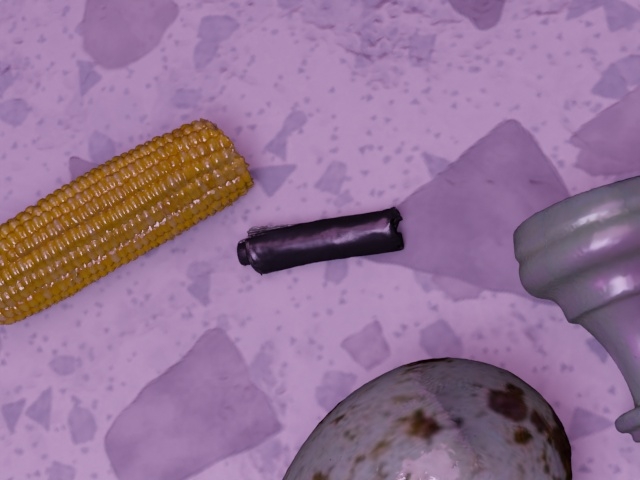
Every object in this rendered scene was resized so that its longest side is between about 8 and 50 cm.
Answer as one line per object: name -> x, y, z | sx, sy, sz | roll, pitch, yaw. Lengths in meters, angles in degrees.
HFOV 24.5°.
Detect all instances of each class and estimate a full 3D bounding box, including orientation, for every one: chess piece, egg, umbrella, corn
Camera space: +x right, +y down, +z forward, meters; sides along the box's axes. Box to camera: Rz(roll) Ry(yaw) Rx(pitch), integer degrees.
chess piece -> 0.234, 0.098, 1.003 | 0.139, 0.139, 0.272 | -19, 76, 7
egg -> 0.060, 0.177, 0.983 | 0.231, 0.169, 0.169 | -36, 65, 8
umbrella -> 0.000, 0.002, 1.142 | 0.133, 0.031, 0.036 | -9, 66, 12
corn -> -0.172, -0.016, 1.167 | 0.248, 0.081, 0.081 | -29, 65, 3
